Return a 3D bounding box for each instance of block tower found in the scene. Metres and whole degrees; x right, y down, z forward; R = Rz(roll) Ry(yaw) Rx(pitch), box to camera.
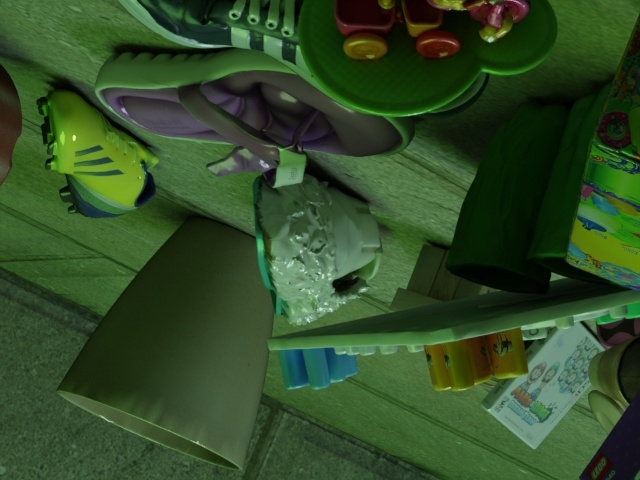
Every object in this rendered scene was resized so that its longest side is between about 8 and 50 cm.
[{"bbox_3d":[0.196,0.105,2.258,0.091,0.097,0.335,16,168,31],"label":"block tower"}]

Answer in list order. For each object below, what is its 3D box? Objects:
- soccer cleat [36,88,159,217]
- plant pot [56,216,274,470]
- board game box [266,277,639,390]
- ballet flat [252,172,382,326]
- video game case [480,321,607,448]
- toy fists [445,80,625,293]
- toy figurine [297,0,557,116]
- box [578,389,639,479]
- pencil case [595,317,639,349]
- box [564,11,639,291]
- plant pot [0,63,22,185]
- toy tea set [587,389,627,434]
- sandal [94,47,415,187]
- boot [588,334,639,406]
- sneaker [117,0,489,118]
[{"bbox_3d":[-0.245,-0.103,2.236,0.121,0.093,0.289,-8,162,0],"label":"soccer cleat"},{"bbox_3d":[-0.166,0.118,2.547,0.256,0.274,0.256,21,169,4],"label":"plant pot"},{"bbox_3d":[0.198,0.064,1.640,0.390,0.050,0.390,-10,180,-20],"label":"board game box"},{"bbox_3d":[0.000,0.000,2.147,0.147,0.147,0.409,22,171,5],"label":"ballet flat"},{"bbox_3d":[0.258,0.158,2.259,0.019,0.143,0.157,41,180,34],"label":"video game case"},{"bbox_3d":[0.193,-0.037,1.502,0.096,0.142,0.279,20,170,-18],"label":"toy fists"},{"bbox_3d":[0.070,-0.170,1.260,0.173,0.130,0.159,0,157,1],"label":"toy figurine"},{"bbox_3d":[0.352,0.108,1.481,0.201,0.293,0.057,30,-171,-29],"label":"box"},{"bbox_3d":[0.356,0.107,1.976,0.095,0.098,0.209,-25,138,31],"label":"pencil case"},{"bbox_3d":[0.311,-0.044,1.154,0.290,0.177,0.279,21,168,8],"label":"box"},{"bbox_3d":[-0.462,-0.139,2.044,0.272,0.272,0.265,16,174,31],"label":"plant pot"},{"bbox_3d":[0.458,0.226,2.349,0.200,0.124,0.336,55,165,-8],"label":"toy tea set"},{"bbox_3d":[-0.067,-0.097,1.814,0.169,0.102,0.416,30,166,-34],"label":"sandal"},{"bbox_3d":[0.369,0.107,1.664,0.248,0.090,0.207,-5,180,-24],"label":"boot"},{"bbox_3d":[-0.007,-0.162,1.411,0.282,0.099,0.153,22,175,-31],"label":"sneaker"}]
